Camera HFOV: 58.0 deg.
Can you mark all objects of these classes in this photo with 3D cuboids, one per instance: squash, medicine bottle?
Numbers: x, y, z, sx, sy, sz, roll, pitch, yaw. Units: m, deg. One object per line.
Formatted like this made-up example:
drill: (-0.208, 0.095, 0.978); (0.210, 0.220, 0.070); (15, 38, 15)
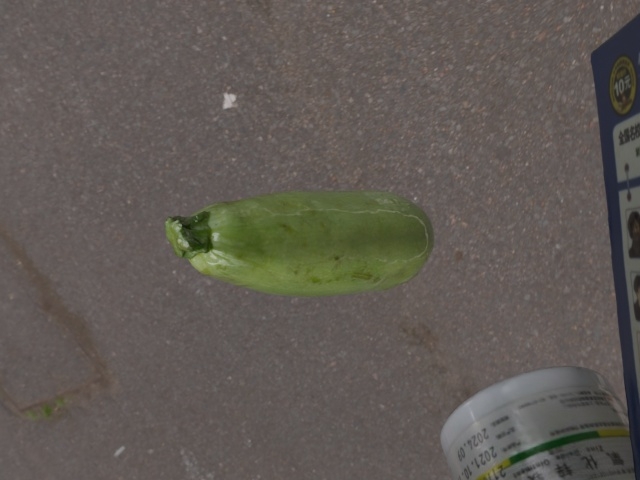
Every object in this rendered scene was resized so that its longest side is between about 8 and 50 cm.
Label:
squash: (-0.004, 0.005, 0.594); (0.118, 0.371, 0.118); (3, 95, 41)
medicine bottle: (0.288, 0.307, 0.688); (0.238, 0.231, 0.237); (-8, 135, -8)

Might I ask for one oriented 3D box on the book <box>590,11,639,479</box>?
book: (0.255, 0.044, 0.339); (0.039, 0.300, 0.427); (-5, 89, 3)
